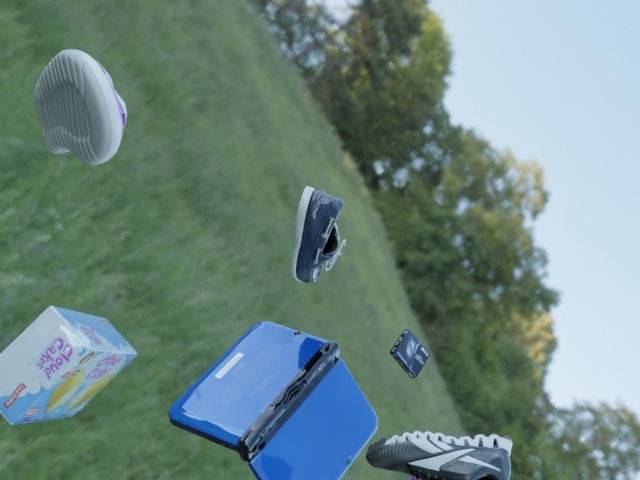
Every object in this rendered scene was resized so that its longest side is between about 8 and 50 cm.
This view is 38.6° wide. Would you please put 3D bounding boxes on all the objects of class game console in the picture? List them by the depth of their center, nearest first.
[{"bbox_3d":[-0.074,0.309,1.585,0.250,0.293,0.173,15,-53,28],"label":"game console"}]

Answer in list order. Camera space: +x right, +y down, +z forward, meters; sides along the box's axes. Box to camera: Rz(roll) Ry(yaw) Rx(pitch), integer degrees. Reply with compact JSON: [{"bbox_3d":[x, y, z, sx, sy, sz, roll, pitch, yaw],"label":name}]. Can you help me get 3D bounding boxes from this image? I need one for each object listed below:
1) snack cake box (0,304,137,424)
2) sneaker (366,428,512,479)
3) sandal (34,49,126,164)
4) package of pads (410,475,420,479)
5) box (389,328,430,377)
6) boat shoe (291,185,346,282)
[{"bbox_3d":[-0.391,0.190,1.388,0.089,0.152,0.264,46,-3,9],"label":"snack cake box"},{"bbox_3d":[0.189,0.356,1.420,0.078,0.235,0.106,98,-7,-53],"label":"sneaker"},{"bbox_3d":[-0.361,-0.214,1.424,0.416,0.102,0.169,15,-62,60],"label":"sandal"},{"bbox_3d":[0.233,0.541,2.161,0.050,0.032,0.083,136,-45,-54],"label":"package of pads"},{"bbox_3d":[0.189,0.240,1.931,0.018,0.067,0.083,-8,-53,51],"label":"box"},{"bbox_3d":[0.000,0.000,1.595,0.079,0.095,0.254,16,-38,8],"label":"boat shoe"}]
